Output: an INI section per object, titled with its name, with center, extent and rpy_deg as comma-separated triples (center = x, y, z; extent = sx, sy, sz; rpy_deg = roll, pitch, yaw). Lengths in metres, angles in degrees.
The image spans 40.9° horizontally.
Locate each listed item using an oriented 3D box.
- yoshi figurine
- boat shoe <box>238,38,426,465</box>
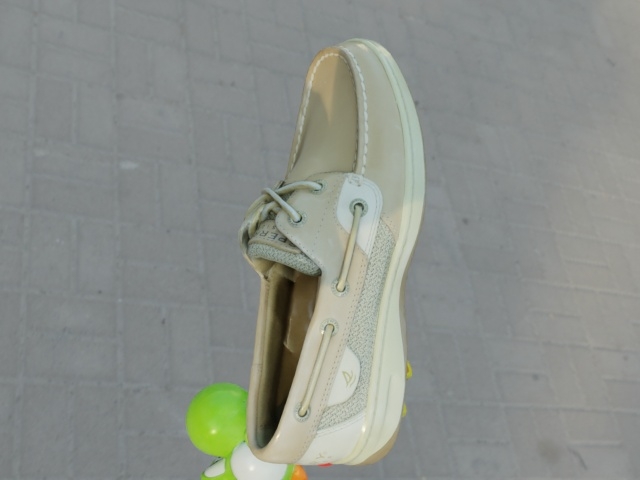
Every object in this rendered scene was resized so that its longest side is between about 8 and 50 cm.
[yoshi figurine]
center = -0.060, 0.242, 1.237
extent = 0.204, 0.362, 0.203
rpy_deg = 26, 36, -49
[boat shoe]
center = 0.000, 0.000, 0.588
extent = 0.098, 0.109, 0.302
rpy_deg = 9, 80, -33
